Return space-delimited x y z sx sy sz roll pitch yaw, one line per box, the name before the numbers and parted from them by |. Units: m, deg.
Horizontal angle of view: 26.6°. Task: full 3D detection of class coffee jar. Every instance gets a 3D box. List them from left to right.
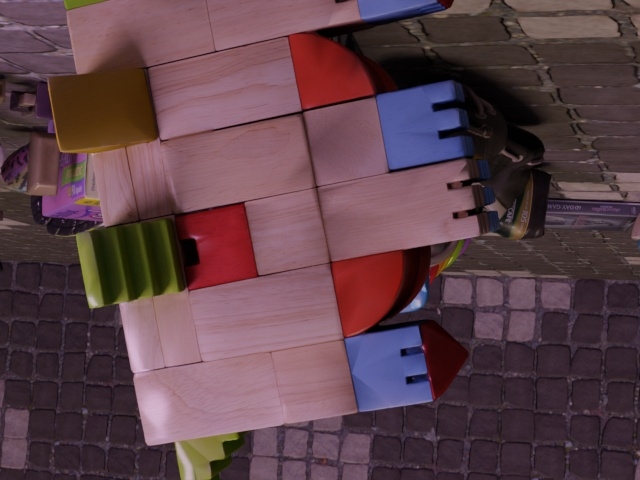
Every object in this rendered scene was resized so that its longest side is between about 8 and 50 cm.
coffee jar | 0.196 -0.053 1.690 0.184 0.096 0.079 4 -174 -16

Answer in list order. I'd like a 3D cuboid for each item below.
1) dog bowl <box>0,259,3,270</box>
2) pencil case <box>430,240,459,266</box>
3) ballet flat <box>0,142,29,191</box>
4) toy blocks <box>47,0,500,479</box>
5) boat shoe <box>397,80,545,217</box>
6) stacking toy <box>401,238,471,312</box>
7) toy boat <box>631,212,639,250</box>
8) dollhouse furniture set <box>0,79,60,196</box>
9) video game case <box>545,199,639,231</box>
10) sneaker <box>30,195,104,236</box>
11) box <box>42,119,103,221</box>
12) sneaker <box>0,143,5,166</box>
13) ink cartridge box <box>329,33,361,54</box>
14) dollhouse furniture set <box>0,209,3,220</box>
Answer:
dog bowl | -0.694 -0.038 2.084 0.408 0.150 0.408 3 173 0
pencil case | 0.000 0.000 1.652 0.410 0.160 0.183 -24 -162 49
ballet flat | -0.279 -0.103 1.651 0.222 0.076 0.079 -1 156 -9
toy blocks | -0.004 -0.032 0.885 0.261 0.381 0.191 -10 180 14
boat shoe | 0.144 -0.108 1.319 0.112 0.095 0.335 39 -176 22
stacking toy | 0.145 -0.012 1.880 0.166 0.175 0.302 -4 -172 37
toy boat | 0.560 0.007 1.822 0.268 0.148 0.318 3 175 8
dollhouse furniture set | -0.311 -0.104 1.398 0.091 0.114 0.081 4 179 -28
video game case | 0.346 -0.041 2.089 0.274 0.026 0.196 3 174 6
sneaker | -0.246 -0.069 1.867 0.300 0.111 0.121 1 -167 22
box | -0.167 -0.081 1.512 0.243 0.117 0.213 6 174 -23
sneaker | -0.459 -0.112 1.599 0.215 0.084 0.083 9 -177 23
ink cartridge box | 0.003 -0.085 1.152 0.065 0.165 0.333 1 175 8
dollhouse furniture set | -0.455 -0.090 1.473 0.303 0.173 0.355 3 -179 5
